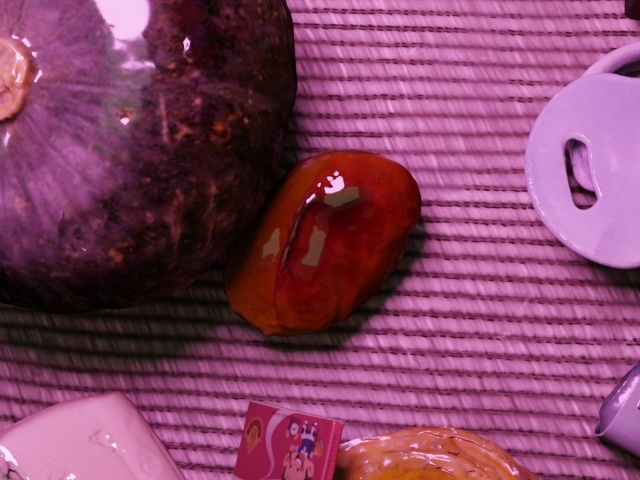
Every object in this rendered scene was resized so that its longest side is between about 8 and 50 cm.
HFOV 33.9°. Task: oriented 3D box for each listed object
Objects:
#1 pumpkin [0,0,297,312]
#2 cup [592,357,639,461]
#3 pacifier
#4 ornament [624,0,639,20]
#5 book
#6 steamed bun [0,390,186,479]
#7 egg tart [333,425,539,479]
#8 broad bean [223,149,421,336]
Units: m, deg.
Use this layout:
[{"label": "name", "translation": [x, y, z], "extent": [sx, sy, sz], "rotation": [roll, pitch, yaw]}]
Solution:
[{"label": "pumpkin", "translation": [-0.237, -0.150, 1.042], "extent": [0.454, 0.344, 0.455], "rotation": [0, 90, 16]}, {"label": "cup", "translation": [0.338, 0.176, 1.000], "extent": [0.129, 0.128, 0.095], "rotation": [32, 83, 11]}, {"label": "pacifier", "translation": [0.345, -0.108, 0.999], "extent": [0.299, 0.233, 0.244], "rotation": [-9, 75, 6]}, {"label": "ornament", "translation": [0.399, -0.385, 1.122], "extent": [0.251, 0.106, 0.260], "rotation": [-9, 69, 0]}, {"label": "book", "translation": [-0.050, 0.281, 1.038], "extent": [0.022, 0.162, 0.232], "rotation": [19, 80, -31]}, {"label": "steamed bun", "translation": [-0.230, 0.284, 1.045], "extent": [0.225, 0.200, 0.170], "rotation": [53, 130, 12]}, {"label": "egg tart", "translation": [0.090, 0.342, 1.008], "extent": [0.341, 0.129, 0.341], "rotation": [-2, 80, 10]}, {"label": "broad bean", "translation": [0.001, 0.001, 1.091], "extent": [0.156, 0.122, 0.228], "rotation": [43, 94, -11]}]
